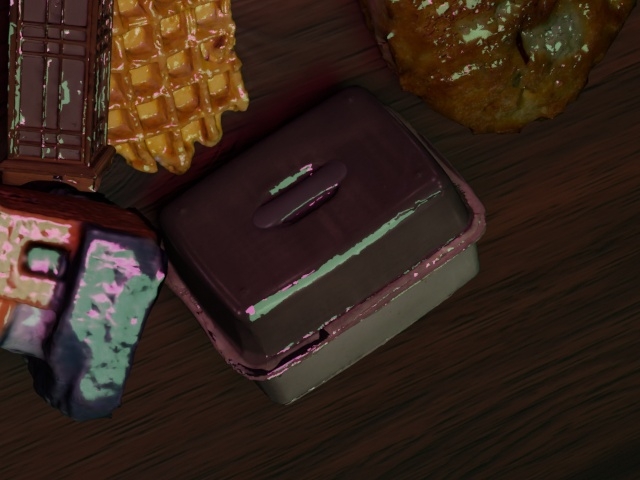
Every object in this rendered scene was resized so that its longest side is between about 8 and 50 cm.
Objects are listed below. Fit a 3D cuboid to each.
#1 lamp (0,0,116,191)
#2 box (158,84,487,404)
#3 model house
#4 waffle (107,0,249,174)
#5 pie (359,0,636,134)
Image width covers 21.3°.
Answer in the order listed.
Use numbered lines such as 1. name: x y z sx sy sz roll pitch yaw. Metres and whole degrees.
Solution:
1. lamp: -0.212 -0.208 1.401 0.089 0.090 0.325 5 110 2
2. box: 0.000 0.000 1.638 0.290 0.220 0.166 -34 145 -9
3. model house: -0.305 0.022 1.463 0.291 0.253 0.184 18 98 -23
4. waffle: -0.146 -0.154 1.552 0.160 0.055 0.211 -22 126 -17
5. pie: 0.179 -0.256 1.661 0.288 0.103 0.354 -38 135 -6
